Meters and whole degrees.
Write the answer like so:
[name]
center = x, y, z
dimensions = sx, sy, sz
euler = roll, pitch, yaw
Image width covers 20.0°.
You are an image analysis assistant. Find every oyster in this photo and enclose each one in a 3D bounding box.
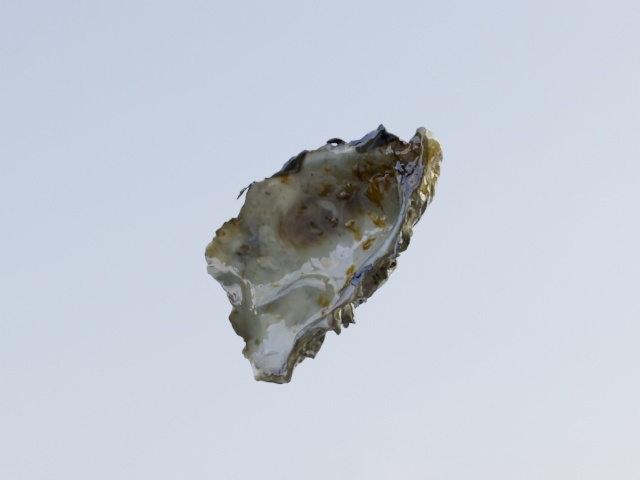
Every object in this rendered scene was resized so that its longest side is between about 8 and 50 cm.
[oyster]
center = 0.009, 0.000, 0.908
dimensions = 0.051, 0.103, 0.148
euler = 9, -37, -46
